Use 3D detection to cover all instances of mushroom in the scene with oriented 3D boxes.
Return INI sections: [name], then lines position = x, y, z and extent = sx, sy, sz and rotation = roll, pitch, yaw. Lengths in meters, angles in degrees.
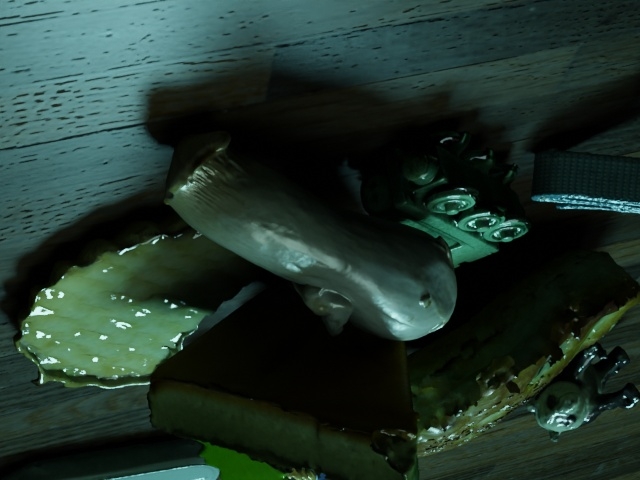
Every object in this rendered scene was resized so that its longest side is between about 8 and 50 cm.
[mushroom]
position = 0.001, 0.002, 0.956
extent = 0.278, 0.096, 0.099
rotation = 27, 119, -38

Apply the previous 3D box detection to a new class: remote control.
[remote control]
position = -0.227, 0.258, 1.395
extent = 0.247, 0.052, 0.104
rotation = -4, 148, -29

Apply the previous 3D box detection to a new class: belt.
[belt]
position = 0.266, -0.046, 1.081
extent = 0.179, 0.065, 0.100
rotation = 4, 174, 5

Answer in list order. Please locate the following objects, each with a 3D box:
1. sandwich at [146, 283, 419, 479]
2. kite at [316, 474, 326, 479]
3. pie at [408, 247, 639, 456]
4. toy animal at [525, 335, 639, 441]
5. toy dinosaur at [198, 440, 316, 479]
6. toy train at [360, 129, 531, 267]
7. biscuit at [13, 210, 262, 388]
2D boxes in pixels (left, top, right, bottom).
[sandwich]
position = 0.016, 0.102, 1.046
extent = 0.212, 0.245, 0.063
rotation = -36, 129, -46
[kite]
position = 0.090, 0.245, 1.639
extent = 0.360, 0.022, 0.204
rotation = -18, 154, -7
[pie]
position = 0.171, 0.123, 1.297
extent = 0.288, 0.103, 0.355
rotation = -31, 168, -11
[toy animal]
position = 0.287, 0.163, 1.482
extent = 0.121, 0.094, 0.225
rotation = -37, -175, 14
[toy dinosaur]
position = -0.039, 0.152, 1.288
extent = 0.177, 0.152, 0.194
rotation = -38, 162, -39
[toy train]
position = 0.100, -0.030, 1.063
extent = 0.111, 0.071, 0.170
rotation = -24, 153, 28
[biscuit]
position = -0.153, 0.046, 1.058
extent = 0.187, 0.036, 0.273
rotation = 4, 145, -41
